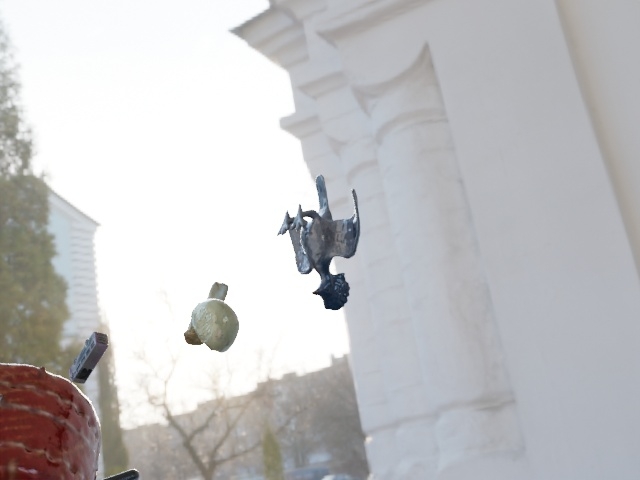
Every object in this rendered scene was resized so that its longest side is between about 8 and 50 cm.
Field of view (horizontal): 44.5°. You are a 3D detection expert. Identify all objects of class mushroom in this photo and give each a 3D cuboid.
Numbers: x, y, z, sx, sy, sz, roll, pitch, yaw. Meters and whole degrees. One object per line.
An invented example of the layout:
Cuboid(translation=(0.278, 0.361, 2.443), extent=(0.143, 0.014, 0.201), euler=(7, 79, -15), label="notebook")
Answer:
Cuboid(translation=(-0.305, 0.195, 2.130), extent=(0.054, 0.202, 0.059), euler=(-5, -41, 48), label="mushroom")

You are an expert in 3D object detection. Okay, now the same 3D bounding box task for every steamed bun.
Cuboid(translation=(-0.239, 0.195, 1.847), extent=(0.091, 0.130, 0.112), euler=(-36, -31, 11), label="steamed bun")

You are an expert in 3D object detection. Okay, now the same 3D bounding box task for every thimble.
Cuboid(translation=(-0.505, 0.352, 1.145), extent=(0.350, 0.230, 0.350), euler=(-7, -53, -9), label="thimble")

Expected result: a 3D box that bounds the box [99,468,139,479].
Cuboid(translation=(-0.384, 0.446, 1.351), extent=(0.125, 0.027, 0.126), euler=(-7, -39, -49), label="box")

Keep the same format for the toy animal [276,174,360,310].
Cuboid(translation=(0.000, 0.000, 1.528), extent=(0.176, 0.255, 0.239), euler=(34, -31, -29), label="toy animal")

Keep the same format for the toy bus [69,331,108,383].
Cuboid(translation=(-0.505, 0.258, 1.708), extent=(0.037, 0.052, 0.130), euler=(20, -63, -35), label="toy bus")
